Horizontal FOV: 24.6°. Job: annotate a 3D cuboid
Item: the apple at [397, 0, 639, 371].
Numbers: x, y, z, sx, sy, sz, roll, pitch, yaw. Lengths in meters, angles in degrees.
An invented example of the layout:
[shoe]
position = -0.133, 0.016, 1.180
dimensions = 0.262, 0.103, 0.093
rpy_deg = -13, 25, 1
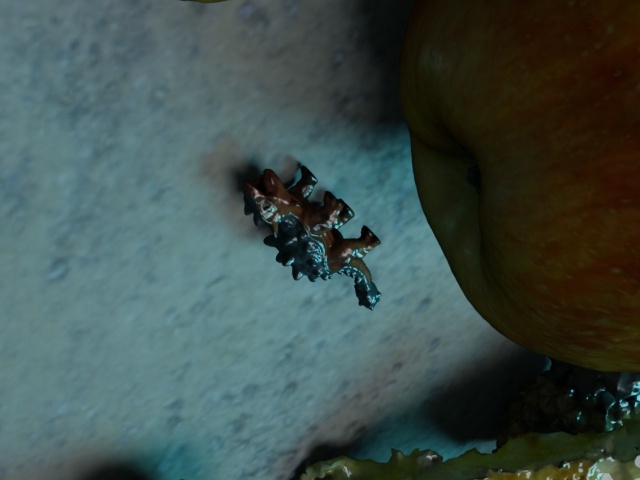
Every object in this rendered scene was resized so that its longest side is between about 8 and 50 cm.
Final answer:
[apple]
position = 0.164, -0.060, 0.782
dimensions = 0.250, 0.277, 0.309
rpy_deg = -27, 131, 14

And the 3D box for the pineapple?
[pineapple]
position = 0.210, 0.094, 1.101
dimensions = 0.119, 0.111, 0.237
rpy_deg = -18, 132, -53

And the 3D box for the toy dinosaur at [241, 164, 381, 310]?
[toy dinosaur]
position = 0.000, 0.000, 0.867
dimensions = 0.055, 0.049, 0.154
rpy_deg = -45, 137, -1

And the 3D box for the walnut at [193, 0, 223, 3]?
[walnut]
position = -0.044, -0.200, 0.539
dimensions = 0.193, 0.193, 0.226
rpy_deg = -26, 136, -21

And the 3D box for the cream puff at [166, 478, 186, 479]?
[cream puff]
position = -0.107, 0.222, 0.931
dimensions = 0.165, 0.115, 0.150
rpy_deg = -42, 150, -16

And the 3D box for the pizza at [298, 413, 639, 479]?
[pizza]
position = 0.119, 0.204, 1.064
dimensions = 0.287, 0.075, 0.280
rpy_deg = 22, 110, -5
